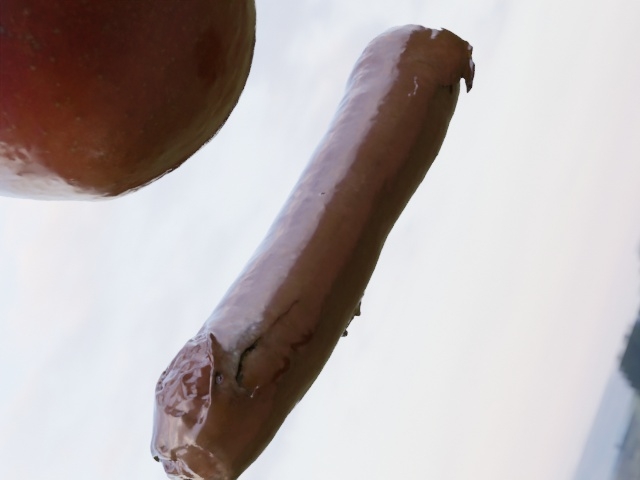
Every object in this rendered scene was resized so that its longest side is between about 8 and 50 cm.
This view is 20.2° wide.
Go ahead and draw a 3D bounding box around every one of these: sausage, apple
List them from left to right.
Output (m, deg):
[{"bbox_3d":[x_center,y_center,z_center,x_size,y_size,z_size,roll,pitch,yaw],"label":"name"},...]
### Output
[{"bbox_3d":[-0.142,-0.130,0.925,0.218,0.218,0.201,-59,-36,-49],"label":"apple"},{"bbox_3d":[0.000,0.000,1.268,0.094,0.094,0.419,99,-162,-52],"label":"sausage"}]
